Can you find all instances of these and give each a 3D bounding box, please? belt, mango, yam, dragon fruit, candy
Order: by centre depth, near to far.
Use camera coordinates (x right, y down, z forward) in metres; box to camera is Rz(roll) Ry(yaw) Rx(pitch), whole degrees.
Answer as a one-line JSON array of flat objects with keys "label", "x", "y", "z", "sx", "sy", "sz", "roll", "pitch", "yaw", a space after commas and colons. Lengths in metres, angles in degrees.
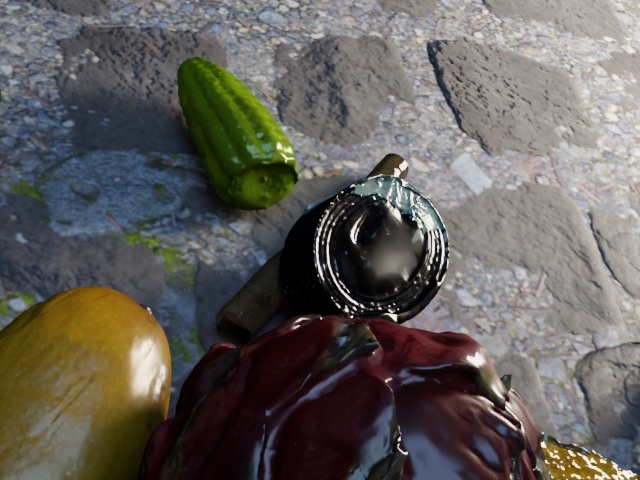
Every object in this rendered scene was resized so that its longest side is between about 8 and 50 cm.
[{"label": "dragon fruit", "x": 0.019, "y": 0.205, "z": 0.847, "sx": 0.329, "sy": 0.329, "sz": 0.329, "roll": 10, "pitch": 48, "yaw": -11}, {"label": "mango", "x": -0.234, "y": 0.181, "z": 0.886, "sx": 0.187, "sy": 0.144, "sz": 0.359, "roll": 16, "pitch": 52, "yaw": 10}, {"label": "belt", "x": 0.047, "y": 0.014, "z": 1.143, "sx": 0.198, "sy": 0.078, "sz": 0.151, "roll": -36, "pitch": 94, "yaw": -41}, {"label": "yam", "x": 0.000, "y": 0.000, "z": 1.191, "sx": 0.045, "sy": 0.045, "sz": 0.327, "roll": 11, "pitch": 38, "yaw": 32}, {"label": "candy", "x": -0.102, "y": -0.127, "z": 1.233, "sx": 0.096, "sy": 0.097, "sz": 0.209, "roll": -13, "pitch": 54, "yaw": -28}]

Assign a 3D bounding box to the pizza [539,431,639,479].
[{"label": "pizza", "x": 0.220, "y": 0.250, "z": 1.037, "sx": 0.280, "sy": 0.075, "sz": 0.288, "roll": -19, "pitch": 57, "yaw": -37}]
